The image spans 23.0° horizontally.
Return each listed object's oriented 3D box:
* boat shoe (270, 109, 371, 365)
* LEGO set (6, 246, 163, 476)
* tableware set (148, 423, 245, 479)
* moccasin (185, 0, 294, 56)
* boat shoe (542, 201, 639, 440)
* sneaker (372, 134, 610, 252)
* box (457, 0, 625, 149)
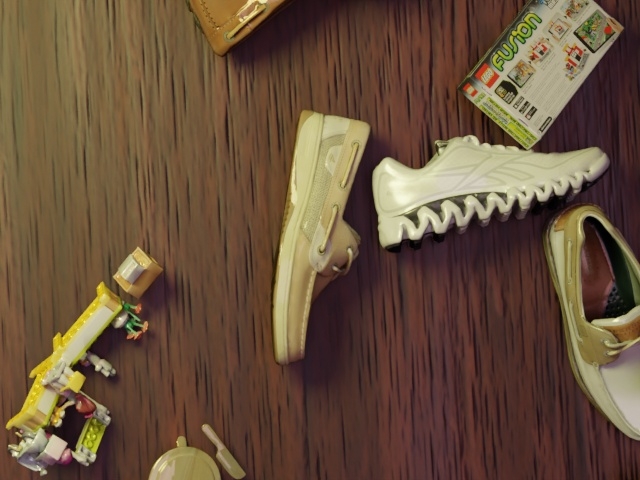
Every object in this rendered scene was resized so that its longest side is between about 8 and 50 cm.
[{"bbox_3d":[0.000,0.000,1.846,0.098,0.109,0.302,9,81,-4],"label":"boat shoe"},{"bbox_3d":[-0.255,0.153,1.818,0.107,0.132,0.287,39,61,-19],"label":"LEGO set"},{"bbox_3d":[-0.130,0.328,1.854,0.128,0.039,0.194,-39,97,-17],"label":"tableware set"},{"bbox_3d":[0.025,-0.338,1.844,0.380,0.139,0.147,-29,91,-5],"label":"moccasin"},{"bbox_3d":[0.347,0.101,1.872,0.113,0.103,0.302,-24,90,-5],"label":"boat shoe"},{"bbox_3d":[0.201,-0.076,1.871,0.292,0.110,0.118,-14,80,-6],"label":"sneaker"},{"bbox_3d":[0.265,-0.218,1.875,0.114,0.036,0.207,41,63,-2],"label":"box"}]
